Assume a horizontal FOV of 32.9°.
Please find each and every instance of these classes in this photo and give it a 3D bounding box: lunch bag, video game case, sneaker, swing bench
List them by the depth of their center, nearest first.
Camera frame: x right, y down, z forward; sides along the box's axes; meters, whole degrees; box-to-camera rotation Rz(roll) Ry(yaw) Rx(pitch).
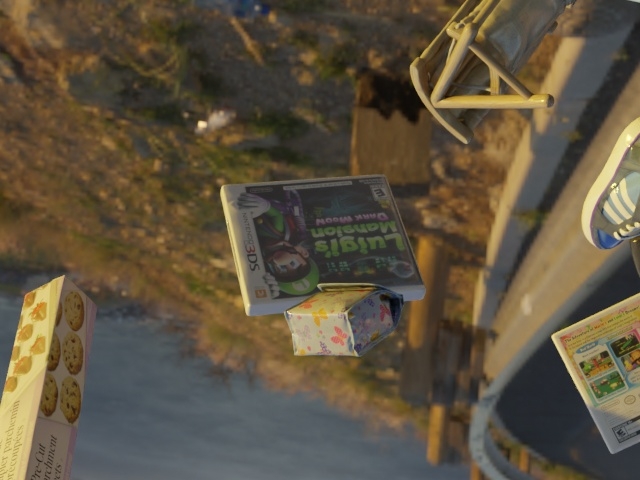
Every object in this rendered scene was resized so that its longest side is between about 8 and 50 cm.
[{"bbox_3d":[0.022,0.063,0.923,0.071,0.053,0.083,-3,-165,39],"label":"lunch bag"},{"bbox_3d":[0.000,0.000,1.161,0.190,0.173,0.022,-4,139,-14],"label":"video game case"},{"bbox_3d":[0.355,0.134,1.183,0.157,0.143,0.019,-26,168,3],"label":"video game case"},{"bbox_3d":[0.271,-0.300,1.530,0.165,0.253,0.255,41,163,-12],"label":"swing bench"},{"bbox_3d":[0.609,-0.043,1.955,0.130,0.236,0.322,-16,140,-25],"label":"sneaker"}]

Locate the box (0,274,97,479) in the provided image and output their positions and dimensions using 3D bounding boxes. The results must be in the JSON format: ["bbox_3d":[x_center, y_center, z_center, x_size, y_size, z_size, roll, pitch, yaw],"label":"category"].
[{"bbox_3d":[-0.299,0.177,1.160,0.063,0.324,0.067,-25,128,20],"label":"box"}]

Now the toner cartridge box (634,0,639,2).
[{"bbox_3d":[0.175,-0.203,0.567,0.348,0.165,0.075,38,156,57],"label":"toner cartridge box"}]

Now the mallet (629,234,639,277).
[{"bbox_3d":[0.480,0.009,1.468,0.039,0.062,0.190,-18,175,-16],"label":"mallet"}]
